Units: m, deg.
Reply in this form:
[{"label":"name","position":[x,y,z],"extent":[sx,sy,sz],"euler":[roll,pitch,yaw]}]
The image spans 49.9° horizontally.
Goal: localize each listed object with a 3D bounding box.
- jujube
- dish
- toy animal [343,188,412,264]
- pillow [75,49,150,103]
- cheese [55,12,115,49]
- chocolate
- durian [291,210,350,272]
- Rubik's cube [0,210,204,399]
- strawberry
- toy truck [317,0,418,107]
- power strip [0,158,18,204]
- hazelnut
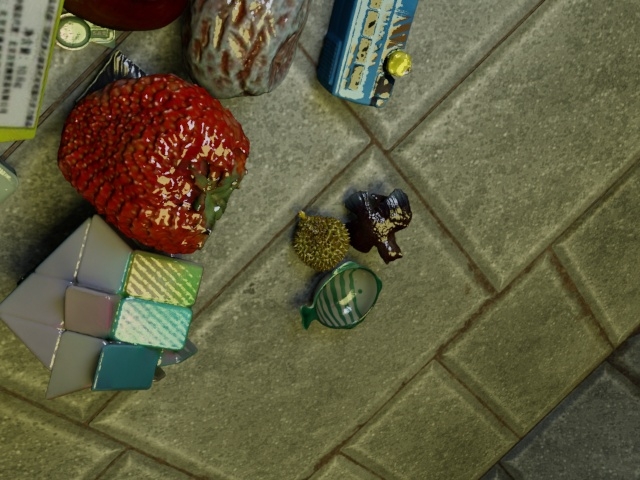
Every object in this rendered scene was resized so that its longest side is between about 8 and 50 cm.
[{"label":"jujube","position":[-0.146,-0.411,1.295],"extent":[0.215,0.246,0.308],"euler":[26,102,4]},{"label":"dish","position":[0.043,0.143,1.851],"extent":[0.246,0.078,0.224],"euler":[-22,127,-17]},{"label":"toy animal","position":[0.137,-0.029,1.733],"extent":[0.218,0.180,0.116],"euler":[-31,158,22]},{"label":"pillow","position":[-0.361,-0.271,1.373],"extent":[0.141,0.055,0.208],"euler":[-45,131,15]},{"label":"cheese","position":[-0.440,-0.384,1.270],"extent":[0.120,0.026,0.067],"euler":[-7,123,-27]},{"label":"chocolate","position":[-0.531,-0.332,1.090],"extent":[0.137,0.288,0.301],"euler":[0,120,-42]},{"label":"durian","position":[0.000,0.000,1.715],"extent":[0.146,0.102,0.208],"euler":[-26,128,6]},{"label":"Rubik's cube","position":[-0.422,0.131,1.419],"extent":[0.387,0.358,0.368],"euler":[-43,89,0]},{"label":"strawberry","position":[-0.317,-0.159,1.296],"extent":[0.351,0.267,0.312],"euler":[25,96,5]},{"label":"toy truck","position":[0.117,-0.483,1.446],"extent":[0.162,0.161,0.385],"euler":[5,118,-22]},{"label":"power strip","position":[-0.666,-0.174,1.254],"extent":[0.193,0.059,0.265],"euler":[-43,130,1]},{"label":"hazelnut","position":[-0.338,-0.453,1.179],"extent":[0.229,0.229,0.230],"euler":[-15,125,-22]}]
